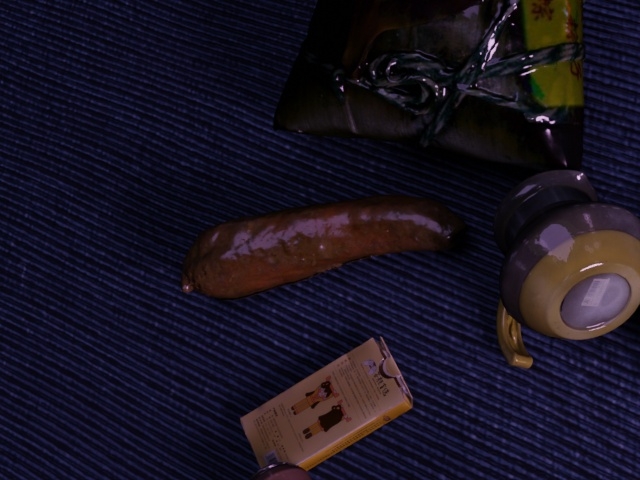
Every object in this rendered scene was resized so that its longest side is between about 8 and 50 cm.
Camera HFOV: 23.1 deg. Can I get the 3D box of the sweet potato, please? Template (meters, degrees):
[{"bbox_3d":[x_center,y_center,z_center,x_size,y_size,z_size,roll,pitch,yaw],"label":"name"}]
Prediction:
[{"bbox_3d":[0.000,0.000,1.413,0.273,0.075,0.075,-11,60,16],"label":"sweet potato"}]

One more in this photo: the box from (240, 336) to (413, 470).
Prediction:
[{"bbox_3d":[0.005,0.149,1.360,0.149,0.020,0.073,-31,54,8],"label":"box"}]

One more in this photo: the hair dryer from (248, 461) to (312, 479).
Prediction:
[{"bbox_3d":[-0.062,0.279,1.304,0.182,0.064,0.117,-40,53,9],"label":"hair dryer"}]

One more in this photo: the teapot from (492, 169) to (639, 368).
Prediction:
[{"bbox_3d":[0.194,0.026,1.283,0.165,0.130,0.119,-58,32,28],"label":"teapot"}]

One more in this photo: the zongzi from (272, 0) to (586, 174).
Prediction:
[{"bbox_3d":[0.157,-0.263,1.422,0.319,0.362,0.383,17,111,30],"label":"zongzi"}]
